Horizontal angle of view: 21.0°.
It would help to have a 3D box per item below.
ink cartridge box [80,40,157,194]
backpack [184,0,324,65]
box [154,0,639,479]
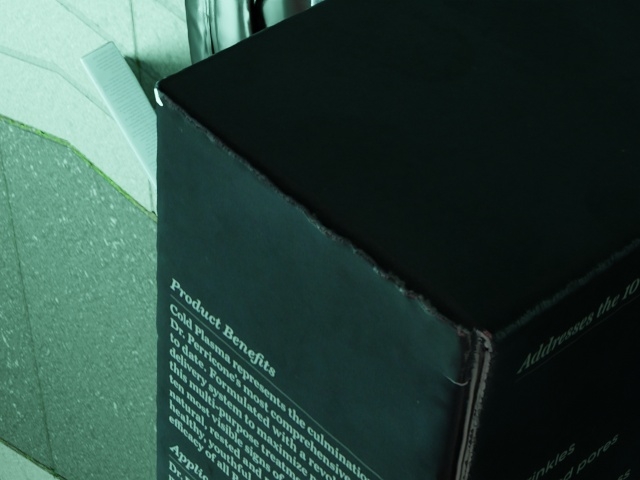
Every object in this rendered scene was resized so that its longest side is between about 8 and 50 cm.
[{"bbox_3d":[-0.186,-0.103,1.877,0.224,0.045,0.223,62,176,-5],"label":"ink cartridge box"},{"bbox_3d":[-0.002,-0.180,1.488,0.290,0.273,0.355,28,118,51],"label":"backpack"},{"bbox_3d":[0.148,0.048,1.238,0.297,0.480,0.471,39,142,29],"label":"box"}]
